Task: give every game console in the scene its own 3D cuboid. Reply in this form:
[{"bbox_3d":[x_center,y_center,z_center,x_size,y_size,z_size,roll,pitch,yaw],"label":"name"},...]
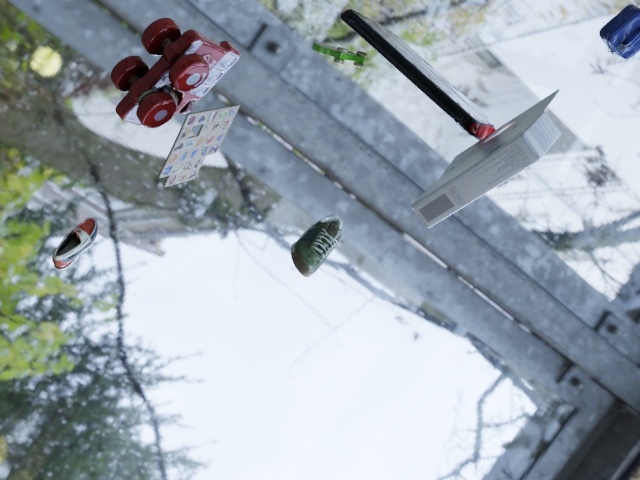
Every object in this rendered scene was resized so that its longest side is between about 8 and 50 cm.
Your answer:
[{"bbox_3d":[0.226,-0.362,1.995,0.060,0.386,0.342,-50,169,17],"label":"game console"}]

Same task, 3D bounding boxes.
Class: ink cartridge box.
[{"bbox_3d":[0.352,-0.166,1.800,0.296,0.066,0.261,-34,-174,41],"label":"ink cartridge box"}]

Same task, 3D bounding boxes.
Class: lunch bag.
[{"bbox_3d":[0.573,-0.386,1.652,0.098,0.067,0.065,-43,-159,10],"label":"lunch bag"}]

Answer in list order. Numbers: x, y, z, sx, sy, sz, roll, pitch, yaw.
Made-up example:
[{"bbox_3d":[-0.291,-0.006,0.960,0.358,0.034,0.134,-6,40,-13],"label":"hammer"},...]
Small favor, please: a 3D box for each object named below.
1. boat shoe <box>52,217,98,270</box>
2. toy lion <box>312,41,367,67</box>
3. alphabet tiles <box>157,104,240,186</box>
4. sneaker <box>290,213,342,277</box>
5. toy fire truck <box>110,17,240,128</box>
[{"bbox_3d":[-0.489,0.000,1.771,0.043,0.049,0.137,96,19,-49],"label":"boat shoe"},{"bbox_3d":[0.036,-0.402,1.898,0.096,0.100,0.034,32,-67,40],"label":"toy lion"},{"bbox_3d":[-0.312,-0.236,2.234,0.198,0.009,0.237,-24,151,-54],"label":"alphabet tiles"},{"bbox_3d":[0.000,0.000,1.724,0.086,0.064,0.192,-38,-169,19],"label":"sneaker"},{"bbox_3d":[-0.362,-0.400,2.240,0.302,0.254,0.169,-44,-111,17],"label":"toy fire truck"}]
